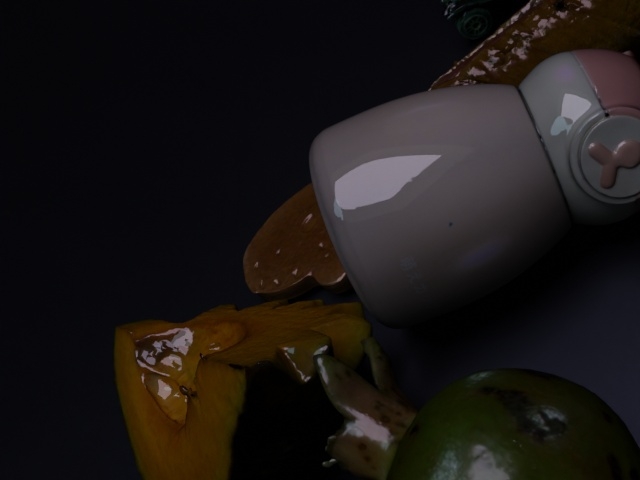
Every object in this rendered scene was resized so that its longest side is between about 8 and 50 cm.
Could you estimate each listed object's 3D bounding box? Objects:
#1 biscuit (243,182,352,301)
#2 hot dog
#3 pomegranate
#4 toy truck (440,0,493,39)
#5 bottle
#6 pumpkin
[{"bbox_3d":[0.001,0.001,0.782,0.140,0.023,0.118,-36,43,8],"label":"biscuit"},{"bbox_3d":[0.173,-0.139,0.723,0.286,0.088,0.061,-41,14,11],"label":"hot dog"},{"bbox_3d":[0.086,0.133,0.526,0.156,0.156,0.220,-45,32,-1],"label":"pomegranate"},{"bbox_3d":[0.161,-0.248,0.817,0.154,0.078,0.080,-30,45,14],"label":"toy truck"},{"bbox_3d":[0.124,-0.046,0.643,0.236,0.147,0.148,-22,46,12],"label":"bottle"},{"bbox_3d":[-0.045,0.123,0.682,0.254,0.130,0.149,-2,95,58],"label":"pumpkin"}]
